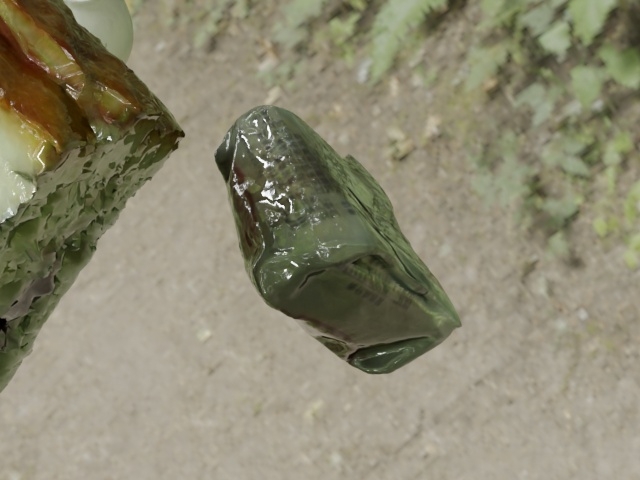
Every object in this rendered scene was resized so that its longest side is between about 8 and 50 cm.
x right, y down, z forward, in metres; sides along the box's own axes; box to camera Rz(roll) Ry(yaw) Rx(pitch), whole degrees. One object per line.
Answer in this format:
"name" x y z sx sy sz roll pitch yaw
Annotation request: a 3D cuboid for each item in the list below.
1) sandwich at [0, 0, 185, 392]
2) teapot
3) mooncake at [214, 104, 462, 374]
"sandwich" -0.250 -0.021 0.693 0.325 0.262 0.131 -49 -16 17
"teapot" -0.224 -0.191 1.173 0.092 0.145 0.226 -56 33 38
"mooncake" 0.000 0.000 0.741 0.073 0.130 0.125 -37 47 11
